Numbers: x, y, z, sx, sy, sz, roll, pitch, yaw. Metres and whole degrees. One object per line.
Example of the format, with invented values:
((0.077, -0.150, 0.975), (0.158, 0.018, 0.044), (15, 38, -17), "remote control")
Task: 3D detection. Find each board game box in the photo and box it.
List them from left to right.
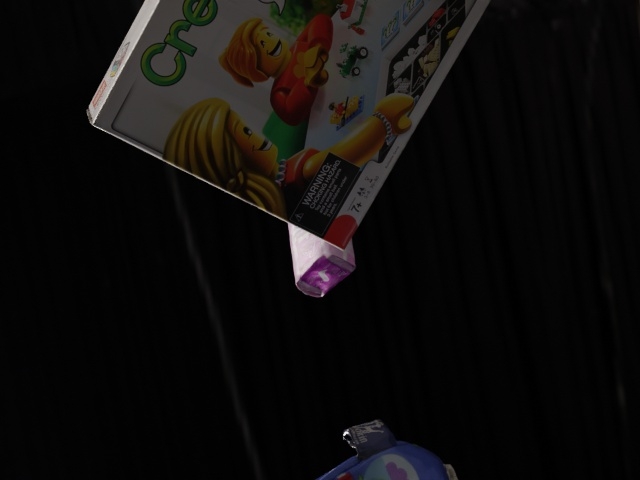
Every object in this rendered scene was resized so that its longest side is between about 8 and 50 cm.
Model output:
((0.005, -0.168, 0.972), (0.193, 0.305, 0.053), (26, -169, -20), "board game box")

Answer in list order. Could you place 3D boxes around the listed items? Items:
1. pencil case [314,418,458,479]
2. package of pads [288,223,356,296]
((0.088, 0.249, 0.829), (0.133, 0.306, 0.119), (-32, 162, -18), "pencil case")
((0.000, 0.000, 1.229), (0.032, 0.083, 0.050), (27, 128, -32), "package of pads")
